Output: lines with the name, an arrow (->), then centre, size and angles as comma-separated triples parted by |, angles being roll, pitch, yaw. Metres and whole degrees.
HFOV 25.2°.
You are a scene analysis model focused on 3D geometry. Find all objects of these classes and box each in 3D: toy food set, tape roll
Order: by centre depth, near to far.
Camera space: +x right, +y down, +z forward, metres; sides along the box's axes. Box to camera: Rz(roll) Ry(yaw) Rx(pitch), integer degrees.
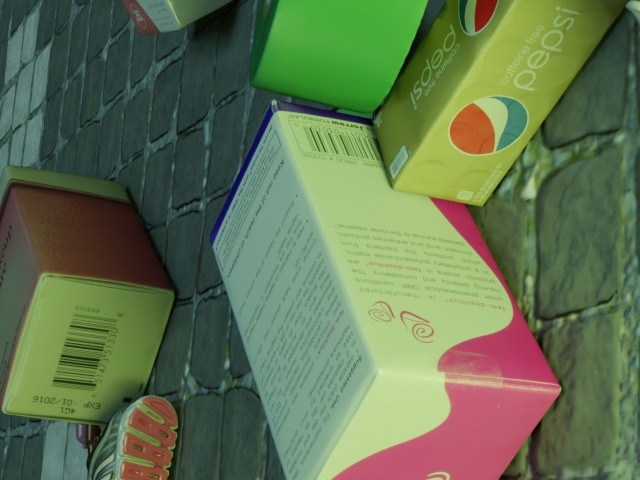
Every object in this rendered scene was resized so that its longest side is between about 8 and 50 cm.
tape roll -> 0.030, -0.237, 0.832 | 0.321, 0.077, 0.321 | -167, 90, -83
toy food set -> -0.213, 0.175, 1.371 | 0.122, 0.019, 0.078 | 50, 126, 49

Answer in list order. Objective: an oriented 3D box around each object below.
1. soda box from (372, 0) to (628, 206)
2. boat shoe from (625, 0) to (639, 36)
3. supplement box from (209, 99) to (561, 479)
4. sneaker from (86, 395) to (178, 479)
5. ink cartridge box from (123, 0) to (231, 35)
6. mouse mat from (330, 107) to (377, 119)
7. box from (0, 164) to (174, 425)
soda box -> 0.098, -0.103, 0.766 | 0.181, 0.061, 0.058 | -57, 33, 40
boat shoe -> 0.170, -0.103, 0.584 | 0.096, 0.088, 0.267 | -40, 46, 54
supplement box -> 0.027, 0.036, 0.800 | 0.114, 0.111, 0.220 | -63, 31, 32
sneaker -> -0.167, 0.213, 1.209 | 0.075, 0.063, 0.170 | -3, 73, 64
ink cartridge box -> -0.160, -0.282, 1.244 | 0.198, 0.067, 0.115 | 63, 160, -15
mouse mat -> 0.000, 0.000, 1.001 | 0.153, 0.007, 0.189 | -26, 57, 60
box -> -0.238, 0.048, 1.342 | 0.232, 0.127, 0.148 | 54, 129, 57
